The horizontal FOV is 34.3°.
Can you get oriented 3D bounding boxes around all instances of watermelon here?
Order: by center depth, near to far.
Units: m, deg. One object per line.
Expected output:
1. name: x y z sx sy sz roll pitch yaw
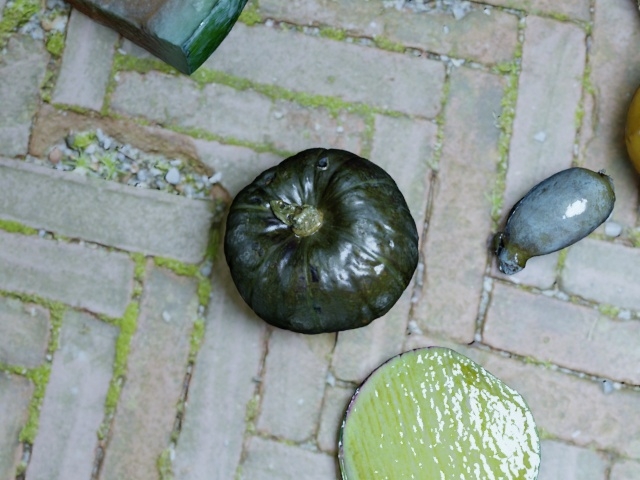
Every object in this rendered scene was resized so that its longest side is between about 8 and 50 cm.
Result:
1. watermelon: -0.163 -0.354 1.297 0.302 0.151 0.264 25 82 29

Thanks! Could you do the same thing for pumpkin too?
1. pumpkin: 0.000 0.000 1.169 0.223 0.157 0.224 -5 66 12

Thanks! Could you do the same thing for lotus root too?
1. lotus root: 0.265 -0.026 1.189 0.165 0.088 0.088 -35 75 7

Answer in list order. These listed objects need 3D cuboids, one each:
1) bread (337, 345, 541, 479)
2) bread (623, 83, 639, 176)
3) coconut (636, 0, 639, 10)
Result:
1. bread: 0.132 0.234 1.158 0.228 0.033 0.229 -2 75 7
2. bread: 0.473 -0.123 1.138 0.268 0.145 0.269 -2 83 18
3. coconut: 0.457 -0.327 1.195 0.194 0.194 0.194 -1 75 6
